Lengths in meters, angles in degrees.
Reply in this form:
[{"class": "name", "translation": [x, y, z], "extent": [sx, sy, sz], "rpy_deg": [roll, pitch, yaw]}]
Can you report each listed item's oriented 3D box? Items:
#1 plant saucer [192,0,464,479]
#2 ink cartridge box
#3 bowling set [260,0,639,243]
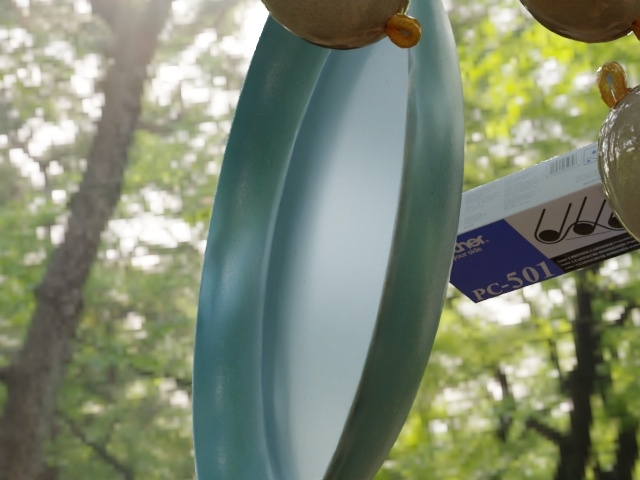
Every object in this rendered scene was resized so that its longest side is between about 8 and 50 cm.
[{"class": "plant saucer", "translation": [0.000, 0.000, 0.763], "extent": [0.044, 0.317, 0.317], "rpy_deg": [11, -16, -16]}, {"class": "ink cartridge box", "translation": [0.186, -0.015, 1.295], "extent": [0.207, 0.046, 0.097], "rpy_deg": [-21, -42, 34]}, {"class": "bowling set", "translation": [0.062, -0.123, 0.439], "extent": [0.154, 0.287, 0.200], "rpy_deg": [-48, -13, 25]}]
